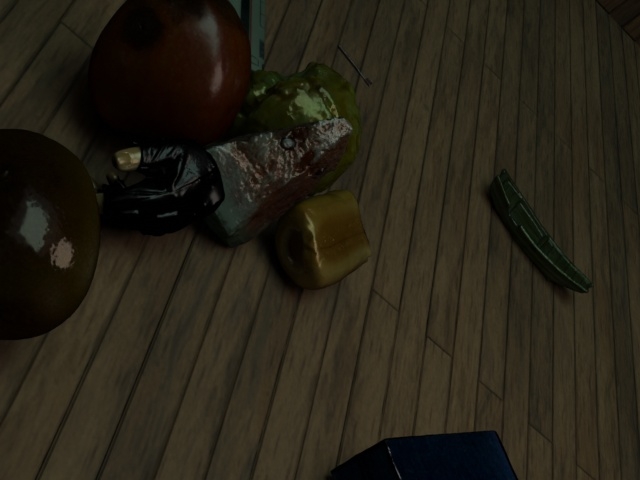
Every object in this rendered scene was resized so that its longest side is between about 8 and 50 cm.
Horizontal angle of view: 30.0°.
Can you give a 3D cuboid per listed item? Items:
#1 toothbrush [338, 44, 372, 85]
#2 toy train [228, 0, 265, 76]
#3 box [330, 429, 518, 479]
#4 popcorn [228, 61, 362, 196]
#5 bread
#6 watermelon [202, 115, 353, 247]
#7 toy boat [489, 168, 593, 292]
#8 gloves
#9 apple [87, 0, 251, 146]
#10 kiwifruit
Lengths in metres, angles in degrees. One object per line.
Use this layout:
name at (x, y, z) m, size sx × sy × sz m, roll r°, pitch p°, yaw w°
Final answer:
toothbrush at (0.066, -0.331, 2.251) m, size 0.097 × 0.008 × 0.006 m, roll 50°, pitch 18°, yaw -2°
toy train at (-0.146, -0.390, 1.969) m, size 0.088 × 0.086 × 0.407 m, roll 27°, pitch 39°, yaw -26°
box at (0.177, 0.396, 1.585) m, size 0.279 × 0.116 × 0.261 m, roll 7°, pitch 53°, yaw -49°
popcorn at (-0.036, -0.165, 1.795) m, size 0.221 × 0.183 × 0.204 m, roll -13°, pitch 107°, yaw -51°
bread at (-0.002, 0.000, 1.764) m, size 0.173 × 0.085 × 0.134 m, roll -18°, pitch 95°, yaw -58°
watermelon at (-0.064, -0.100, 1.653) m, size 0.154 × 0.241 × 0.094 m, roll 64°, pitch -14°, yaw -13°
toy boat at (0.425, -0.007, 2.357) m, size 0.293 × 0.055 × 0.093 m, roll 53°, pitch 31°, yaw 1°
gloves at (-0.228, -0.061, 1.505) m, size 0.203 × 0.164 × 0.124 m, roll -23°, pitch 61°, yaw -32°
apple at (-0.198, -0.239, 1.603) m, size 0.230 × 0.230 × 0.230 m, roll 33°, pitch 37°, yaw -29°
kiwifruit at (-0.329, -0.013, 1.261) m, size 0.196 × 0.196 × 0.234 m, roll 33°, pitch 39°, yaw -29°
